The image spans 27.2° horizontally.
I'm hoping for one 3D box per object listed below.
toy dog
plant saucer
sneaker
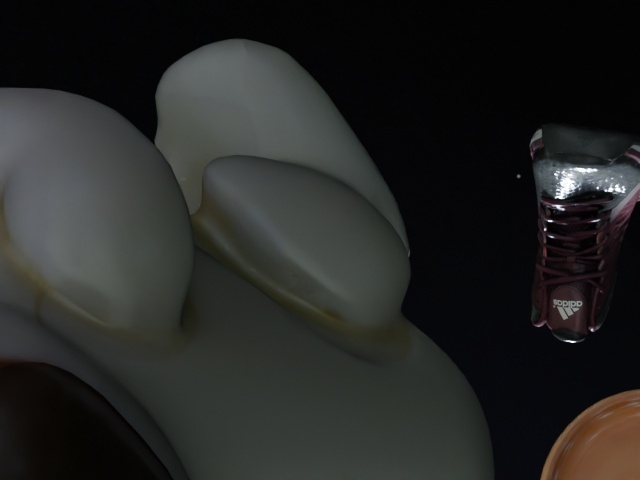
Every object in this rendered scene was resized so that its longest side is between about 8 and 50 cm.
[{"bbox_3d":[-0.103,0.116,0.519,0.284,0.408,0.395,-42,-100,20],"label":"toy dog"},{"bbox_3d":[0.283,0.226,1.117,0.200,0.037,0.200,-1,-105,4],"label":"plant saucer"},{"bbox_3d":[0.229,0.004,1.142,0.106,0.281,0.162,9,-99,16],"label":"sneaker"}]
